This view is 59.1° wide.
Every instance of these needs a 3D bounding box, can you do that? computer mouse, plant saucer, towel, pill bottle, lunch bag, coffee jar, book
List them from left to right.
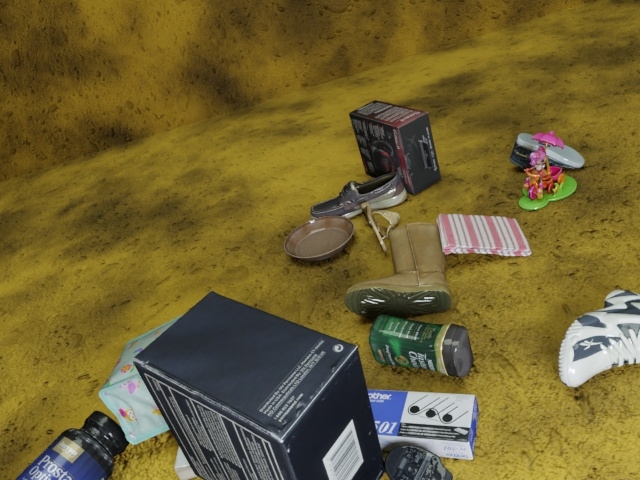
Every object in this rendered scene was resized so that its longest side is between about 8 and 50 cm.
[{"bbox_3d":[-0.458,0.423,1.023,0.123,0.122,0.219,5,39,35],"label":"pill bottle"},{"bbox_3d":[-0.267,0.250,1.128,0.262,0.160,0.223,-24,17,1],"label":"lunch bag"},{"bbox_3d":[-0.213,0.371,1.063,0.096,0.035,0.144,-15,28,4],"label":"book"},{"bbox_3d":[0.000,0.000,1.531,0.199,0.036,0.198,-14,31,9],"label":"plant saucer"},{"bbox_3d":[0.188,0.195,1.051,0.184,0.096,0.079,2,40,33],"label":"coffee jar"},{"bbox_3d":[0.198,0.374,0.823,0.242,0.041,0.071,21,66,38],"label":"computer mouse"},{"bbox_3d":[0.374,-0.012,1.311,0.197,0.029,0.144,3,34,2],"label":"towel"}]

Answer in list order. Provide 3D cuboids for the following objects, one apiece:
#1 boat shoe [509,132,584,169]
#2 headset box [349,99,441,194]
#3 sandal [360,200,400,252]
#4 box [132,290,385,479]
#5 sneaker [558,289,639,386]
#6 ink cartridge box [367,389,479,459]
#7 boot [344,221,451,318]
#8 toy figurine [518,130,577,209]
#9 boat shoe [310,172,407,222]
[{"bbox_3d":[0.608,-0.221,1.525,0.183,0.083,0.065,26,48,16],"label":"boat shoe"},{"bbox_3d":[0.227,-0.277,1.670,0.110,0.218,0.293,-30,31,-17],"label":"headset box"},{"bbox_3d":[0.166,-0.056,1.476,0.079,0.088,0.240,-24,25,3],"label":"sandal"},{"bbox_3d":[-0.083,0.268,0.862,0.294,0.296,0.183,14,42,34],"label":"box"},{"bbox_3d":[0.505,0.170,0.913,0.235,0.094,0.153,-26,21,-30],"label":"sneaker"},{"bbox_3d":[0.153,0.304,0.946,0.207,0.046,0.097,-4,32,25],"label":"ink cartridge box"},{"bbox_3d":[0.175,0.061,1.286,0.236,0.089,0.269,1,34,3],"label":"boot"},{"bbox_3d":[0.548,-0.185,1.399,0.173,0.159,0.130,-36,34,-25],"label":"toy figurine"},{"bbox_3d":[0.101,-0.127,1.622,0.285,0.092,0.103,-13,31,10],"label":"boat shoe"}]
